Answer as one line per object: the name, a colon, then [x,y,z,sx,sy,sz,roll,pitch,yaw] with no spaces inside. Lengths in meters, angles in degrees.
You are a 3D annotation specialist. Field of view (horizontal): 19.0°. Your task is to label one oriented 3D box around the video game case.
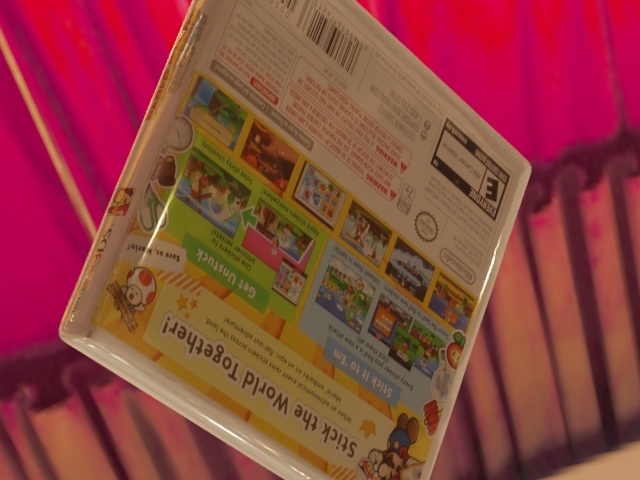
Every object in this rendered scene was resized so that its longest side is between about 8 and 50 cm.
video game case: [0.000,0.000,0.869,0.026,0.227,0.206,1,-117,43]
